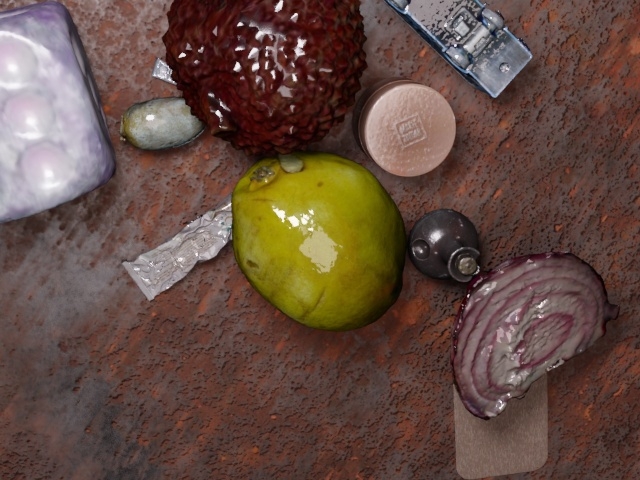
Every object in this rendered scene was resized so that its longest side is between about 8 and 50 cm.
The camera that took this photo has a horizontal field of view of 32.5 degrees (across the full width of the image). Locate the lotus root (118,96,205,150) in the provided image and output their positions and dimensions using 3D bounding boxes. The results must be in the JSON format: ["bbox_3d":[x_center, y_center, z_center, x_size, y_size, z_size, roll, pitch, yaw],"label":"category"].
[{"bbox_3d":[-0.234,-0.186,1.707,0.165,0.088,0.088,-15,107,-13],"label":"lotus root"}]

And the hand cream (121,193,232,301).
[{"bbox_3d":[-0.200,-0.001,1.780,0.257,0.050,0.084,-36,110,3],"label":"hand cream"}]

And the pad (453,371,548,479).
[{"bbox_3d":[0.325,0.302,1.972,0.176,0.002,0.266,-6,105,-9],"label":"pad"}]

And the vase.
[{"bbox_3d":[0.212,0.017,1.784,0.120,0.183,0.120,-3,104,-11],"label":"vase"}]

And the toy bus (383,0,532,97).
[{"bbox_3d":[0.188,-0.358,1.711,0.297,0.131,0.106,41,95,-16],"label":"toy bus"}]

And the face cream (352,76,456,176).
[{"bbox_3d":[0.132,-0.184,1.759,0.149,0.104,0.149,-3,105,-10],"label":"face cream"}]

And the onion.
[{"bbox_3d":[0.325,0.115,1.826,0.314,0.146,0.280,-27,125,-9],"label":"onion"}]

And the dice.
[{"bbox_3d":[-0.456,-0.182,1.568,0.270,0.271,0.270,-17,107,-6],"label":"dice"}]

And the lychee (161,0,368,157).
[{"bbox_3d":[-0.077,-0.276,1.600,0.306,0.306,0.330,46,59,-17],"label":"lychee"}]

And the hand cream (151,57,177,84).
[{"bbox_3d":[-0.219,-0.255,1.724,0.093,0.019,0.030,21,100,-12],"label":"hand cream"}]

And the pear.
[{"bbox_3d":[0.000,0.000,1.707,0.321,0.269,0.269,38,96,-33],"label":"pear"}]
